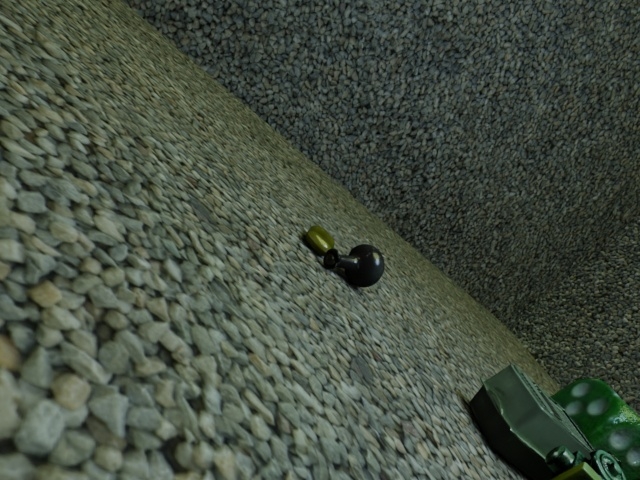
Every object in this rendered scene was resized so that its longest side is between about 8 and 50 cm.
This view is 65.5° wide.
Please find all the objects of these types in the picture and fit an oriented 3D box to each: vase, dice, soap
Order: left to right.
[{"bbox_3d":[-0.001,0.001,1.370,0.089,0.045,0.140,47,12,-3],"label":"soap"},{"bbox_3d":[0.088,0.062,1.332,0.183,0.120,0.120,13,32,-42],"label":"vase"},{"bbox_3d":[0.953,0.673,1.690,0.297,0.287,0.300,47,12,-4],"label":"dice"}]

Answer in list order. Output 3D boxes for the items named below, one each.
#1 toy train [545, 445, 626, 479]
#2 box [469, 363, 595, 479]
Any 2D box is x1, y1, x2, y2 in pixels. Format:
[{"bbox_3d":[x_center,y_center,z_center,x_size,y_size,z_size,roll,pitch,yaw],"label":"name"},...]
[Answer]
[{"bbox_3d":[0.618,0.623,1.015,0.397,0.160,0.253,47,34,15],"label":"toy train"},{"bbox_3d":[0.531,0.473,1.261,0.291,0.166,0.220,41,13,-18],"label":"box"}]
